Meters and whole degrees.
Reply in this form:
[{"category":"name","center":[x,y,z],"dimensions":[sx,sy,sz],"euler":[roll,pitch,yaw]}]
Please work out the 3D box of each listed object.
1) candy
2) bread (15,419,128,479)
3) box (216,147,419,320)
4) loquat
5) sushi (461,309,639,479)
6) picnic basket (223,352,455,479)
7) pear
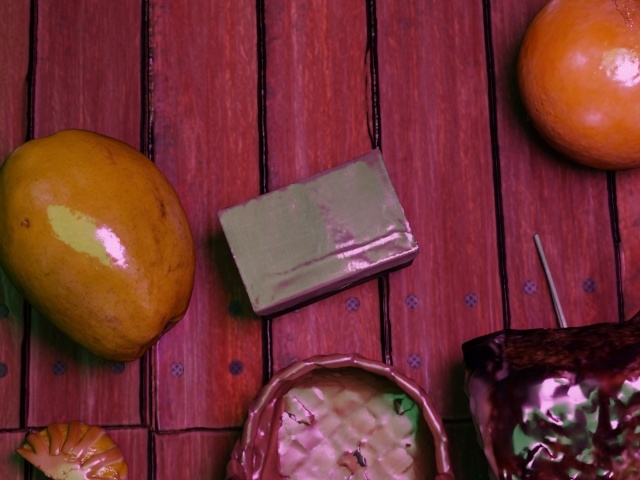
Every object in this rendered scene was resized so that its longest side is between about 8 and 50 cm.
[{"category":"candy","center":[0.326,0.085,1.411],"dimensions":[0.061,0.061,0.202],"euler":[-14,73,-1]},{"category":"bread","center":[-0.324,0.294,1.380],"dimensions":[0.157,0.083,0.094],"euler":[35,71,8]},{"category":"box","center":[0.000,0.000,1.377],"dimensions":[0.231,0.149,0.155],"euler":[-22,81,-2]},{"category":"loquat","center":[0.387,-0.223,1.349],"dimensions":[0.263,0.263,0.263],"euler":[0,81,2]},{"category":"sushi","center":[0.343,0.240,1.246],"dimensions":[0.294,0.281,0.299],"euler":[-14,113,6]},{"category":"picnic basket","center":[0.024,0.305,1.245],"dimensions":[0.293,0.337,0.337],"euler":[3,81,2]},{"category":"pear","center":[-0.292,0.003,1.335],"dimensions":[0.253,0.253,0.307],"euler":[-37,83,-4]}]
